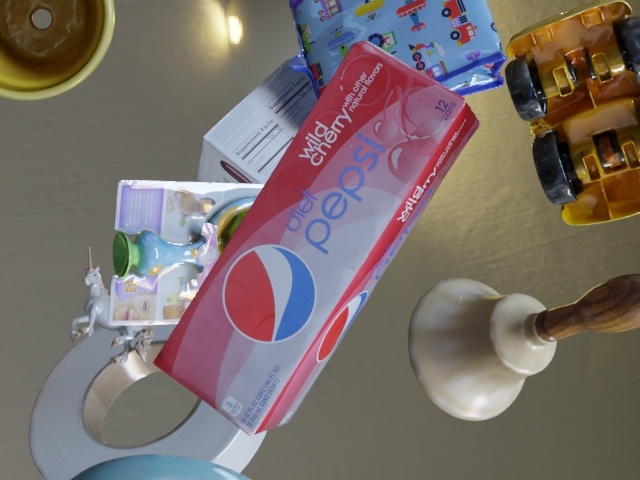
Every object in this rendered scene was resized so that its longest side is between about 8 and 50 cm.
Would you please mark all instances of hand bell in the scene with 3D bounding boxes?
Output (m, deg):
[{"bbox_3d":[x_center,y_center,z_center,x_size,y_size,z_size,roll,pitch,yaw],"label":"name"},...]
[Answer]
[{"bbox_3d":[0.187,0.064,0.828,0.242,0.126,0.126,-28,-104,57],"label":"hand bell"}]

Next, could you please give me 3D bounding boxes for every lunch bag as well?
[{"bbox_3d":[0.094,-0.296,1.543,0.138,0.293,0.221,48,24,-78],"label":"lunch bag"}]

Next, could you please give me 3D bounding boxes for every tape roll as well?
[{"bbox_3d":[-0.262,0.258,1.661,0.392,0.392,0.072,37,-23,44],"label":"tape roll"}]

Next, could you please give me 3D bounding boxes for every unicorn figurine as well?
[{"bbox_3d":[-0.311,0.108,1.538,0.162,0.111,0.060,42,-50,-16],"label":"unicorn figurine"}]

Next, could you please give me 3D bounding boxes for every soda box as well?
[{"bbox_3d":[0.000,0.000,0.731,0.092,0.083,0.263,33,-84,15],"label":"soda box"}]

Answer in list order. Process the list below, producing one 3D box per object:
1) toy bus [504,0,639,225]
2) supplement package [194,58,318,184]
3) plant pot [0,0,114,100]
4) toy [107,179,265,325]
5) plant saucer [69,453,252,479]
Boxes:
[{"bbox_3d":[0.295,-0.158,1.139,0.149,0.211,0.220,-17,-69,20],"label":"toy bus"},{"bbox_3d":[-0.083,-0.117,1.689,0.145,0.204,0.262,39,-27,8],"label":"supplement package"},{"bbox_3d":[-0.440,-0.347,1.634,0.239,0.254,0.254,-127,-147,-78],"label":"plant pot"},{"bbox_3d":[-0.077,0.016,1.006,0.056,0.237,0.137,25,-69,61],"label":"toy"},{"bbox_3d":[-0.200,0.400,1.417,0.043,0.318,0.317,-87,-164,-50],"label":"plant saucer"}]
